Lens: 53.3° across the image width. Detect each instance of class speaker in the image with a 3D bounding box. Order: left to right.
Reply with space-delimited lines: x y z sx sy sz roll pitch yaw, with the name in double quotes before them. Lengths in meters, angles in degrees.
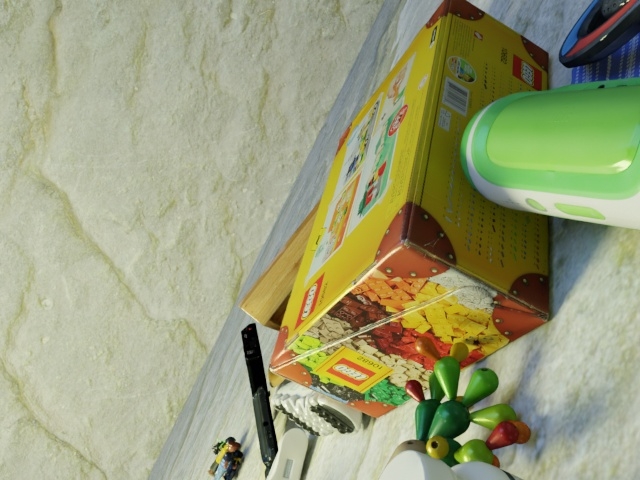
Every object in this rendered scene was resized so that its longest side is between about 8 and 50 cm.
"speaker" 0.255 -0.079 0.585 0.131 0.131 0.296 -64 23 -1

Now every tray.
"tray" 0.000 0.000 1.330 0.411 0.076 0.203 -53 -12 -5

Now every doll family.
"doll family" -0.228 0.534 1.556 0.111 0.076 0.193 -61 17 -9

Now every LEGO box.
"LEGO box" 0.138 -0.052 0.941 0.372 0.193 0.501 -49 19 49

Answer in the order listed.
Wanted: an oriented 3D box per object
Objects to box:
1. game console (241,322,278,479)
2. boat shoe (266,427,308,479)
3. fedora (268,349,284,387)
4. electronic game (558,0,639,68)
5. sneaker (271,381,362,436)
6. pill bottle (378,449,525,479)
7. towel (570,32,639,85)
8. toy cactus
"game console" -0.121 0.359 1.356 0.361 0.043 0.213 -110 13 -56
"boat shoe" -0.070 0.429 1.137 0.063 0.066 0.184 97 -174 -62
"fedora" -0.042 0.238 1.358 0.194 0.079 0.194 -57 14 23
"electronic game" 0.368 -0.298 0.745 0.229 0.048 0.229 -51 5 6
"sneaker" 0.008 0.262 1.091 0.118 0.110 0.292 -57 13 -27
"pill bottle" 0.127 0.221 0.454 0.108 0.180 0.108 -59 13 22
"towel" 0.364 -0.191 0.658 0.336 0.040 0.243 -43 23 59
"toy cactus" 0.119 0.203 0.675 0.181 0.112 0.219 -52 15 5
